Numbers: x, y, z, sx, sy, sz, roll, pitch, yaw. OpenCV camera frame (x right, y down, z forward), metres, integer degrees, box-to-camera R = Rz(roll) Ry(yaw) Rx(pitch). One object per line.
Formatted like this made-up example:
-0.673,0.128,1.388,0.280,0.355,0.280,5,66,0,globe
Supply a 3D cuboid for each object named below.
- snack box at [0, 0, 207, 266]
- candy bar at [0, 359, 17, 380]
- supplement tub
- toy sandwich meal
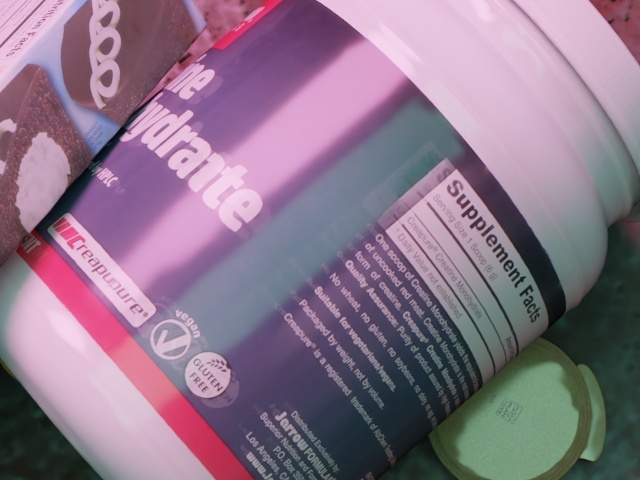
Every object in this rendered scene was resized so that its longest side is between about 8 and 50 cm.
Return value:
-0.201,-0.008,0.807,0.322,0.187,0.060,-55,127,-40,snack box
-0.189,0.004,0.952,0.161,0.018,0.040,38,77,7,candy bar
0.000,0.000,0.865,0.272,0.191,0.191,-41,82,-8,supplement tub
0.090,0.080,0.933,0.086,0.029,0.085,-1,80,4,toy sandwich meal
